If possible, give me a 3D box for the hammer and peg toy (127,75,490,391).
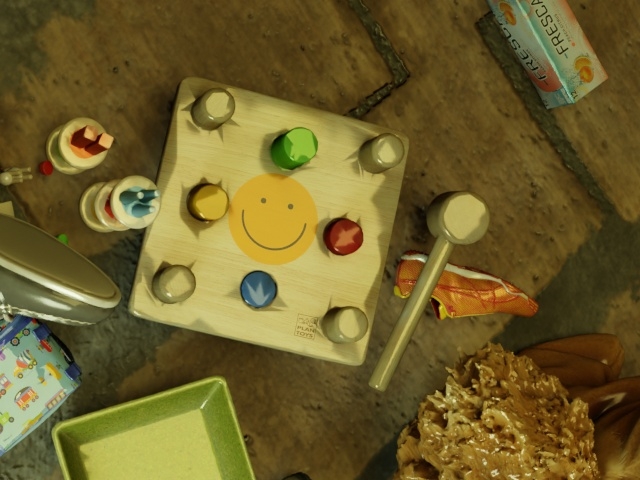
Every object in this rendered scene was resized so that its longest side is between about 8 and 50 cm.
[{"bbox_3d":[0.000,0.000,1.704,0.361,0.127,0.266,15,82,-14],"label":"hammer and peg toy"}]

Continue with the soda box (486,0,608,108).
[{"bbox_3d":[0.254,-0.244,1.901,0.063,0.058,0.183,-35,101,-22],"label":"soda box"}]

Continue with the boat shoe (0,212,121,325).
[{"bbox_3d":[-0.345,0.017,1.533,0.335,0.112,0.095,25,106,8],"label":"boat shoe"}]

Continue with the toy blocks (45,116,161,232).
[{"bbox_3d":[-0.209,-0.067,1.628,0.054,0.148,0.123,-33,102,-23],"label":"toy blocks"}]

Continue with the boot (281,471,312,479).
[{"bbox_3d":[-0.071,0.369,1.713,0.161,0.083,0.246,-1,87,-19],"label":"boot"}]

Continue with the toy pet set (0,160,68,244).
[{"bbox_3d":[-0.314,-0.010,1.638,0.114,0.065,0.122,-18,100,-60],"label":"toy pet set"}]

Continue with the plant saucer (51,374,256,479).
[{"bbox_3d":[-0.162,0.252,1.675,0.188,0.045,0.188,-15,85,-21],"label":"plant saucer"}]

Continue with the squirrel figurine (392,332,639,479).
[{"bbox_3d":[0.282,0.238,1.719,0.397,0.370,0.281,2,87,-25],"label":"squirrel figurine"}]

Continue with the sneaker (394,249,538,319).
[{"bbox_3d":[0.161,0.061,1.850,0.175,0.064,0.067,16,92,-15],"label":"sneaker"}]

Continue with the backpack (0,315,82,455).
[{"bbox_3d":[-0.334,0.110,1.581,0.158,0.117,0.173,-38,100,-22],"label":"backpack"}]
